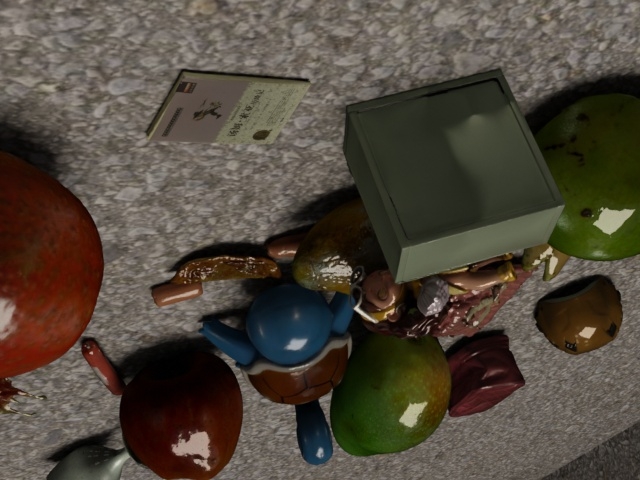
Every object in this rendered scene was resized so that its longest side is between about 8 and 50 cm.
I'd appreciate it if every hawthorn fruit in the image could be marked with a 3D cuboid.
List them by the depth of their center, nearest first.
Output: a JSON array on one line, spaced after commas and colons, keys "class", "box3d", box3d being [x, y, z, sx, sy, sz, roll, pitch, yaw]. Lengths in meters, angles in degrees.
[{"class": "hawthorn fruit", "box3d": [-0.387, 0.039, 1.237, 0.275, 0.275, 0.300, -29, 144, 18]}]

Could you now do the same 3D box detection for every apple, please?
[{"class": "apple", "box3d": [-0.251, 0.316, 1.903, 0.234, 0.234, 0.234, -16, 154, -8]}]

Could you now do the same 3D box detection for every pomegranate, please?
[{"class": "pomegranate", "box3d": [0.436, -0.056, 1.625, 0.310, 0.216, 0.358, -11, 143, -38]}]

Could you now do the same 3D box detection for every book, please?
[{"class": "book", "box3d": [-0.113, -0.162, 1.312, 0.182, 0.014, 0.127, -2, 149, -33]}]

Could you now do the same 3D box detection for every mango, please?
[{"class": "mango", "box3d": [0.107, 0.012, 1.632, 0.316, 0.146, 0.192, -4, 111, -17]}, {"class": "mango", "box3d": [0.123, 0.308, 2.040, 0.201, 0.225, 0.382, -11, 152, -31]}]

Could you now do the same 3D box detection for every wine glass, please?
[{"class": "wine glass", "box3d": [-0.450, 0.468, 2.176, 0.241, 0.126, 0.126, -32, 151, 20]}]

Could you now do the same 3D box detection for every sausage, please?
[{"class": "sausage", "box3d": [0.000, 0.001, 1.679, 0.177, 0.047, 0.040, -11, 121, -17]}, {"class": "sausage", "box3d": [-0.228, 0.081, 1.682, 0.083, 0.034, 0.034, -15, 154, -4]}, {"class": "sausage", "box3d": [-0.381, 0.228, 1.861, 0.034, 0.034, 0.253, -17, 154, -5]}]

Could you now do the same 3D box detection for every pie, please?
[{"class": "pie", "box3d": [-0.135, 0.039, 1.659, 0.191, 0.033, 0.088, -1, 158, -29]}]

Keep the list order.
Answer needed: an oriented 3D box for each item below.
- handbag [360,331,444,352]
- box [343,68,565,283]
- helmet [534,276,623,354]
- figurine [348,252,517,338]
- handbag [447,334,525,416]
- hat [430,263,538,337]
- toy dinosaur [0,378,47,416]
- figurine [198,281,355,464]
[{"class": "handbag", "box3d": [0.152, 0.243, 2.212, 0.175, 0.088, 0.270, -4, 151, -14]}, {"class": "box", "box3d": [0.170, -0.084, 1.418, 0.225, 0.225, 0.117, -15, 154, -10]}, {"class": "helmet", "box3d": [0.581, 0.183, 2.327, 0.198, 0.130, 0.224, -21, 155, 10]}, {"class": "figurine", "box3d": [0.155, 0.059, 1.497, 0.240, 0.174, 0.116, -27, 131, 31]}, {"class": "handbag", "box3d": [0.360, 0.311, 2.421, 0.146, 0.135, 0.225, -9, 156, -22]}, {"class": "hat", "box3d": [0.276, 0.129, 2.036, 0.286, 0.107, 0.236, -1, 139, -42]}, {"class": "toy dinosaur", "box3d": [-0.533, 0.211, 1.679, 0.207, 0.113, 0.327, 9, 139, 0]}, {"class": "figurine", "box3d": [-0.055, 0.205, 1.882, 0.298, 0.243, 0.416, -9, 133, 0]}]
